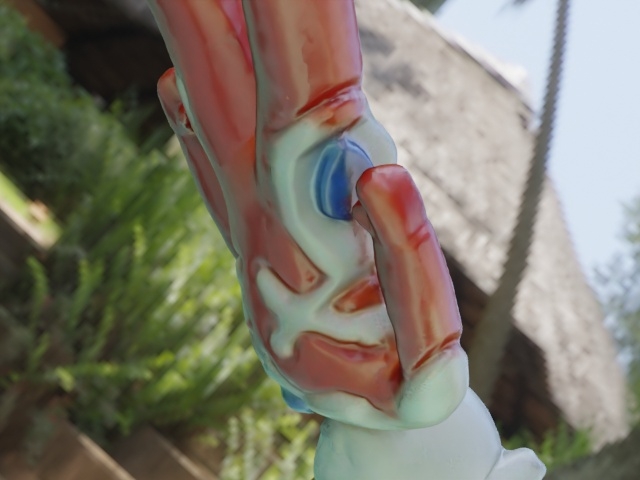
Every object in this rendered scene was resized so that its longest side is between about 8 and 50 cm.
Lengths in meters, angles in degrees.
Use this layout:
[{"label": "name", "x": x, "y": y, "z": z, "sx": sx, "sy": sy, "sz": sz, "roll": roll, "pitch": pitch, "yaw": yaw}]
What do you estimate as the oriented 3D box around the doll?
[{"label": "doll", "x": 0.000, "y": 0.000, "z": 0.755, "sx": 0.188, "sy": 0.099, "sz": 0.384, "roll": 35, "pitch": -27, "yaw": 57}]
